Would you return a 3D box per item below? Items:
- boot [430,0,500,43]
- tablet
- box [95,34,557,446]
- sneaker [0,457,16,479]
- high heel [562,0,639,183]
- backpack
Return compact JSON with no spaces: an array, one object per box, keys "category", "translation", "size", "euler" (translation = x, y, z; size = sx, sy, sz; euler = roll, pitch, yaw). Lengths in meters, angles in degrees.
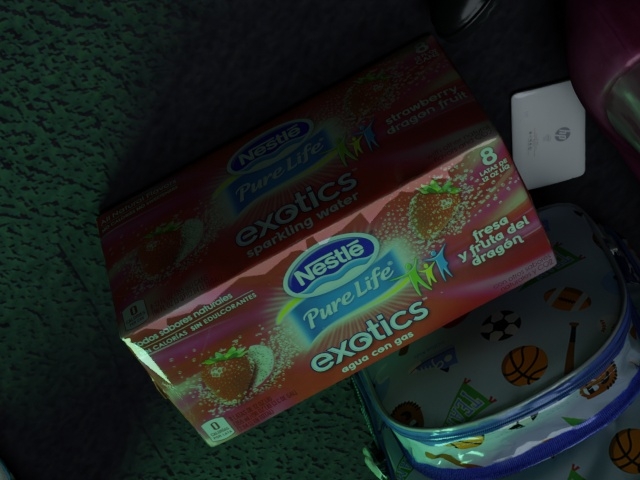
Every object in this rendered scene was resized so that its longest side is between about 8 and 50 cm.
[{"category":"boot","translation":[0.078,-0.188,0.807],"size":[0.099,0.045,0.121],"euler":[26,108,-35]},{"category":"tablet","translation":[0.159,-0.073,0.947],"size":[0.054,0.006,0.083],"euler":[-15,130,-8]},{"category":"box","translation":[0.000,0.000,0.870],"size":[0.257,0.128,0.122],"euler":[-28,130,4]},{"category":"sneaker","translation":[-0.232,0.195,0.983],"size":[0.191,0.071,0.083],"euler":[22,111,-31]},{"category":"high heel","translation":[0.279,-0.066,0.961],"size":[0.127,0.181,0.377],"euler":[-30,151,13]},{"category":"backpack","translation":[0.154,0.123,0.929],"size":[0.276,0.263,0.213],"euler":[-33,129,9]}]
